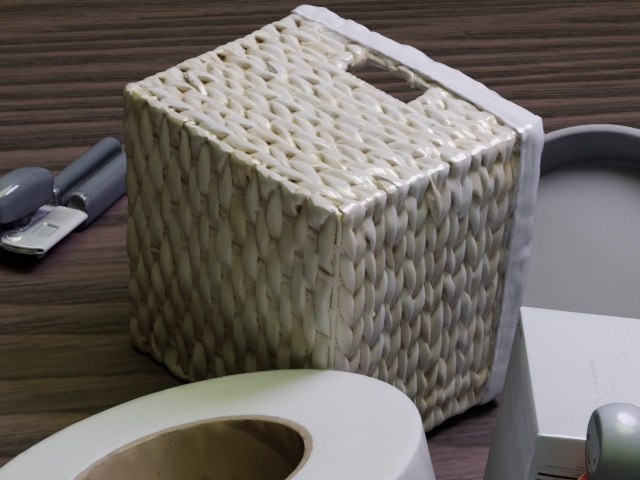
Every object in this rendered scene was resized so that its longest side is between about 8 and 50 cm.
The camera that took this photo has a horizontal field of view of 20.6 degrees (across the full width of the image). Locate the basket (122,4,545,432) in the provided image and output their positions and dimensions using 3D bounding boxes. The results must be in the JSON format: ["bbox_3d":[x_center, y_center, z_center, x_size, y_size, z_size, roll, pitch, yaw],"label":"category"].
[{"bbox_3d":[0.000,0.000,1.692,0.266,0.331,0.328,-26,43,-36],"label":"basket"}]

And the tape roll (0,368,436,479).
[{"bbox_3d":[-0.099,0.213,1.399,0.392,0.072,0.392,-12,17,4],"label":"tape roll"}]

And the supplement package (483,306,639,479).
[{"bbox_3d":[0.231,0.198,1.510,0.149,0.203,0.194,7,30,-2],"label":"supplement package"}]

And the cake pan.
[{"bbox_3d":[0.278,0.019,1.827,0.293,0.054,0.293,-9,62,18],"label":"cake pan"}]

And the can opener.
[{"bbox_3d":[-0.277,-0.058,1.962,0.074,0.093,0.280,16,26,17],"label":"can opener"}]

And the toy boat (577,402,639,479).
[{"bbox_3d":[0.306,0.247,1.274,0.267,0.148,0.318,-21,41,-39],"label":"toy boat"}]
